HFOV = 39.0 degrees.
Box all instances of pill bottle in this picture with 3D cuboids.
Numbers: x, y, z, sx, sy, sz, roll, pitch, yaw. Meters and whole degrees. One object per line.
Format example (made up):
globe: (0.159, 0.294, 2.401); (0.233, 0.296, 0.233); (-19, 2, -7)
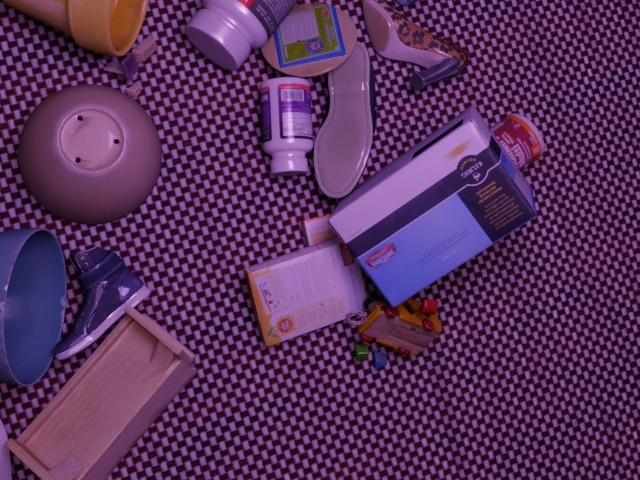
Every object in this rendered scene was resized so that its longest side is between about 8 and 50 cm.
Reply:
pill bottle: (-0.070, -0.236, 1.895); (0.108, 0.108, 0.193); (-2, 87, -14)
pill bottle: (0.377, -0.175, 1.997); (0.221, 0.121, 0.121); (-37, 95, -14)
pill bottle: (-0.142, -0.502, 1.867); (0.161, 0.161, 0.283); (37, 78, -9)

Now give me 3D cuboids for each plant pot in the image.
plant pot: (-0.478, -0.508, 1.754); (0.239, 0.254, 0.254); (15, 82, 3)
plant pot: (-0.613, 0.115, 1.662); (0.195, 0.290, 0.290); (4, 85, 4)
plant pot: (-0.446, -0.179, 1.753); (0.284, 0.191, 0.284); (1, 86, -13)

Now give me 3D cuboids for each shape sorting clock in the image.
shape sorting clock: (-0.024, -0.425, 1.914); (0.206, 0.040, 0.206); (-6, 58, 9)

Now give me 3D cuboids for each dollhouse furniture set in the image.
dollhouse furniture set: (-0.392, -0.370, 1.874); (0.081, 0.091, 0.114); (17, 52, 27)

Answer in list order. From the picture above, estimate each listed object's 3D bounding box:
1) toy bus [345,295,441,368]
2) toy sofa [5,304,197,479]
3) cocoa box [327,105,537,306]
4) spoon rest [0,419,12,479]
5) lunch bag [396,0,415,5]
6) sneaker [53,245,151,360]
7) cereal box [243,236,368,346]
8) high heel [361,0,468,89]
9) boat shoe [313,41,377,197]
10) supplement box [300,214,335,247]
toy bus: (0.152, 0.161, 1.906); (0.191, 0.104, 0.202); (-12, 134, 2)
toy sofa: (-0.416, 0.319, 1.765); (0.150, 0.177, 0.362); (36, 78, 16)
cocoa box: (0.231, -0.071, 1.827); (0.347, 0.231, 0.228); (-35, 97, 18)
spoon rest: (-0.637, 0.440, 1.714); (0.137, 0.084, 0.276); (-12, 89, 22)
lunch bag: (0.229, -0.641, 2.011); (0.219, 0.090, 0.176); (-30, 91, -15)
sneaker: (-0.467, 0.112, 1.771); (0.226, 0.086, 0.163); (-44, 108, -25)
cereal box: (-0.027, 0.103, 1.889); (0.240, 0.047, 0.173); (-18, 111, -16)
high heel: (0.211, -0.461, 2.014); (0.186, 0.093, 0.261); (-28, 80, -36)
boat shoe: (0.062, -0.247, 1.930); (0.127, 0.113, 0.340); (-3, 77, 17)
supplement box: (0.000, 0.000, 1.933); (0.062, 0.036, 0.098); (-12, 89, -15)
